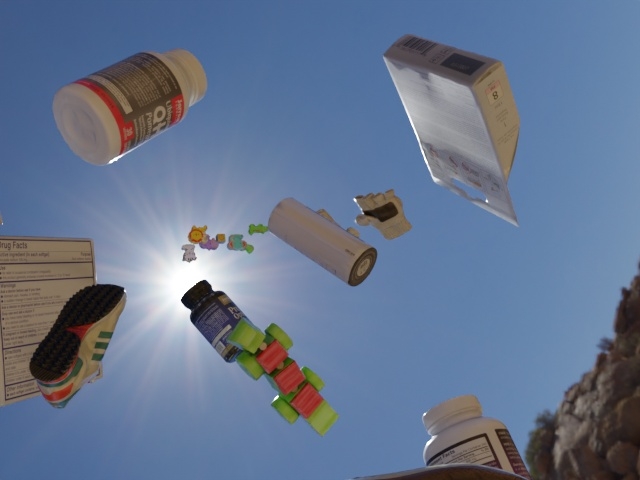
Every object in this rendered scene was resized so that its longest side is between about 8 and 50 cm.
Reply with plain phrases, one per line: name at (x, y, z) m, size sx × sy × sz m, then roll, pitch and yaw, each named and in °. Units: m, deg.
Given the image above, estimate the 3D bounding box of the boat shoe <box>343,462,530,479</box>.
boat shoe at (0.108, 0.271, 0.677) m, size 0.095 × 0.257 × 0.095 m, roll 63°, pitch -152°, yaw -74°

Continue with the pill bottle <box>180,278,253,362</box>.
pill bottle at (-0.274, 0.214, 1.812) m, size 0.123 × 0.219 × 0.123 m, roll -41°, pitch -12°, yaw -11°

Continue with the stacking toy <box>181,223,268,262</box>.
stacking toy at (-0.265, 0.008, 1.830) m, size 0.221 × 0.167 × 0.052 m, roll -2°, pitch -109°, yaw -23°

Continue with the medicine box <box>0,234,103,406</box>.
medicine box at (-0.551, 0.138, 1.236) m, size 0.263 × 0.149 × 0.289 m, roll 3°, pitch -99°, yaw -71°

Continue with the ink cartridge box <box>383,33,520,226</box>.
ink cartridge box at (0.189, -0.148, 0.888) m, size 0.066 × 0.189 × 0.232 m, roll -42°, pitch -51°, yaw -7°

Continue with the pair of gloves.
pair of gloves at (0.087, -0.026, 1.567) m, size 0.204 × 0.240 × 0.042 m, roll 58°, pitch -168°, yaw -52°

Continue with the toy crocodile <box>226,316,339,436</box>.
toy crocodile at (-0.072, 0.287, 1.406) m, size 0.115 × 0.105 × 0.340 m, roll -42°, pitch -67°, yaw -18°

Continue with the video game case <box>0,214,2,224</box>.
video game case at (-0.680, -0.090, 1.237) m, size 0.143 × 0.019 × 0.157 m, roll -15°, pitch -73°, yaw -30°

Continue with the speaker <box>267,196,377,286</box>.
speaker at (0.000, 0.000, 0.821) m, size 0.055 × 0.136 × 0.055 m, roll -38°, pitch -34°, yaw -32°

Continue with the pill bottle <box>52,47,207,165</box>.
pill bottle at (-0.399, -0.306, 1.460) m, size 0.318 × 0.176 × 0.176 m, roll -43°, pitch -50°, yaw -42°

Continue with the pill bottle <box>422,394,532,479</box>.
pill bottle at (0.318, 0.477, 1.313) m, size 0.181 × 0.181 × 0.323 m, roll 33°, pitch -150°, yaw -51°

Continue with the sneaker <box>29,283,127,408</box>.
sneaker at (-0.272, 0.119, 0.768) m, size 0.161 × 0.057 × 0.075 m, roll -70°, pitch -12°, yaw -51°
